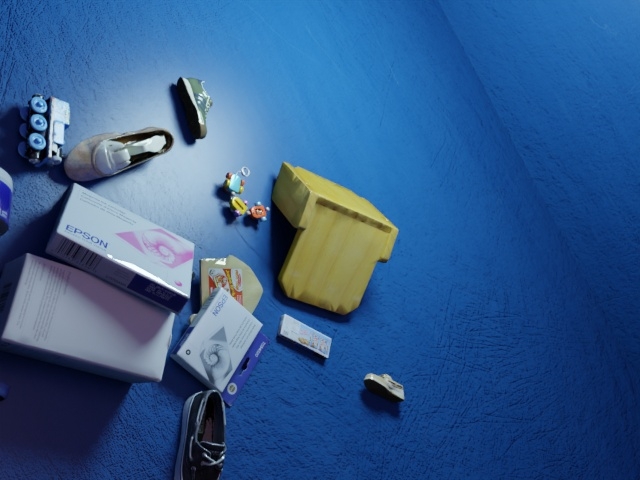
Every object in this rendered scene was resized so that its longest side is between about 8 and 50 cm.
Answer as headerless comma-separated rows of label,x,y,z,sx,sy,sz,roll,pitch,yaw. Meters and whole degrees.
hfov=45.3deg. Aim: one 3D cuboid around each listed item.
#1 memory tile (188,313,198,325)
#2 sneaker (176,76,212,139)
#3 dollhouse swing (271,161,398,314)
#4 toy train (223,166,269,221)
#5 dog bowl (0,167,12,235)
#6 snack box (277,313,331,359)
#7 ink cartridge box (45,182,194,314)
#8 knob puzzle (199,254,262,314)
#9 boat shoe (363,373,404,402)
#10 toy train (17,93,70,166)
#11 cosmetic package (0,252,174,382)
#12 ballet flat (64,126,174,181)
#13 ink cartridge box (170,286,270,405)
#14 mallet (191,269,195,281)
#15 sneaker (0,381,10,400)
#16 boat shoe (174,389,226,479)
memory tile,-0.277,0.248,1.989,0.148,0.012,0.113,8,78,-38
sneaker,-0.341,-0.382,2.195,0.086,0.064,0.192,-11,76,-39
dollhouse swing,0.000,0.000,2.339,0.347,0.305,0.315,21,17,-34
toy train,-0.223,-0.122,2.204,0.125,0.046,0.166,-22,90,-47
dog bowl,-0.760,-0.081,1.537,0.265,0.265,0.104,11,67,-39
snack box,-0.045,0.277,2.198,0.178,0.022,0.064,32,52,-28
ink cartridge box,-0.451,-0.007,1.793,0.324,0.071,0.330,29,25,-22
knob puzzle,-0.242,0.137,2.062,0.213,0.030,0.213,7,78,-38
boat shoe,0.192,0.435,2.319,0.170,0.063,0.059,38,47,-36
toy train,-0.662,-0.263,1.845,0.105,0.080,0.184,15,61,-44
cosmetic package,-0.523,0.183,1.698,0.365,0.155,0.197,25,64,-34
ballet flat,-0.497,-0.229,1.942,0.316,0.106,0.107,-33,120,-44
ink cartridge box,-0.242,0.274,1.970,0.224,0.045,0.223,46,55,-24
mallet,-0.407,0.052,1.968,0.190,0.062,0.039,39,47,-4
sneaker,-0.740,0.312,1.515,0.232,0.081,0.090,14,65,-30
boat shoe,-0.273,0.507,1.829,0.108,0.102,0.301,21,58,-35
